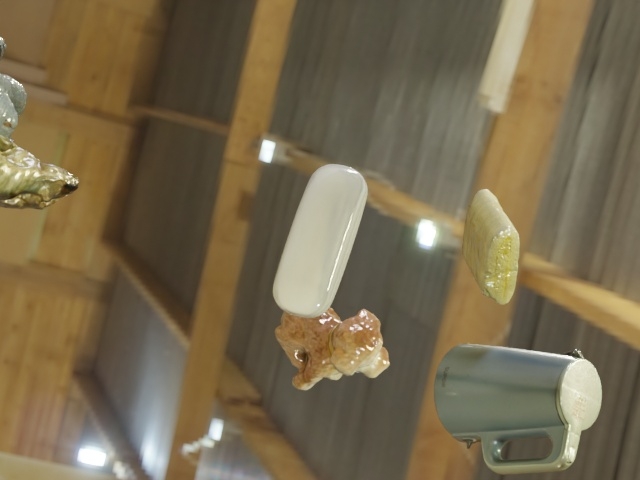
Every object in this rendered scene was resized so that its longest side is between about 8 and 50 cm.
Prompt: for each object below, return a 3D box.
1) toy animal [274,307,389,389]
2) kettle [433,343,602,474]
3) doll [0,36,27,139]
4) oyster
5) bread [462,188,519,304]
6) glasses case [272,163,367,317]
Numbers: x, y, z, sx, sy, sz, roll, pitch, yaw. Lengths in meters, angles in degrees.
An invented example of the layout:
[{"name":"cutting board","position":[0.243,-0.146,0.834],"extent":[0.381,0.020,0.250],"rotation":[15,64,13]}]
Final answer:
[{"name":"toy animal","position":[0.011,0.122,2.089],"extent":[0.185,0.104,0.184],"rotation":[-16,-83,65]},{"name":"kettle","position":[0.315,0.270,2.309],"extent":[0.243,0.160,0.211],"rotation":[-3,-119,47]},{"name":"doll","position":[-0.526,-0.206,2.267],"extent":[0.340,0.158,0.246],"rotation":[34,71,-74]},{"name":"oyster","position":[-0.519,-0.109,2.081],"extent":[0.197,0.337,0.133],"rotation":[-22,-113,46]},{"name":"bread","position":[0.282,0.008,2.411],"extent":[0.178,0.060,0.139],"rotation":[-108,-161,-66]},{"name":"glasses case","position":[0.000,0.000,1.743],"extent":[0.049,0.074,0.193],"rotation":[56,50,-67]}]
